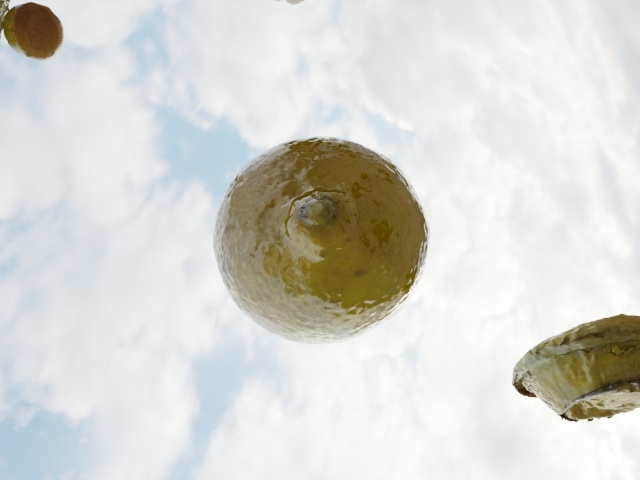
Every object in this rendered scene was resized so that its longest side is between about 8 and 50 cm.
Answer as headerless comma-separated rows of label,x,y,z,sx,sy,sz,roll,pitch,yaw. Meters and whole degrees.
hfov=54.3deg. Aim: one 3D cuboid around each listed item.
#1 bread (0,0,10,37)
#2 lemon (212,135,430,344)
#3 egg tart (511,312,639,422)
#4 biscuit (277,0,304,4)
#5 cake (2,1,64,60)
bread,-0.536,-0.318,0.921,0.086,0.125,0.156,23,-107,-71
lemon,0.000,0.000,0.542,0.187,0.244,0.186,0,-90,-5
egg tart,0.313,0.153,0.703,0.191,0.191,0.074,23,-133,-38
biscuit,-0.072,-0.349,0.698,0.118,0.061,0.183,-42,-63,-40
cake,-0.425,-0.312,0.929,0.084,0.044,0.084,-25,-58,-48
